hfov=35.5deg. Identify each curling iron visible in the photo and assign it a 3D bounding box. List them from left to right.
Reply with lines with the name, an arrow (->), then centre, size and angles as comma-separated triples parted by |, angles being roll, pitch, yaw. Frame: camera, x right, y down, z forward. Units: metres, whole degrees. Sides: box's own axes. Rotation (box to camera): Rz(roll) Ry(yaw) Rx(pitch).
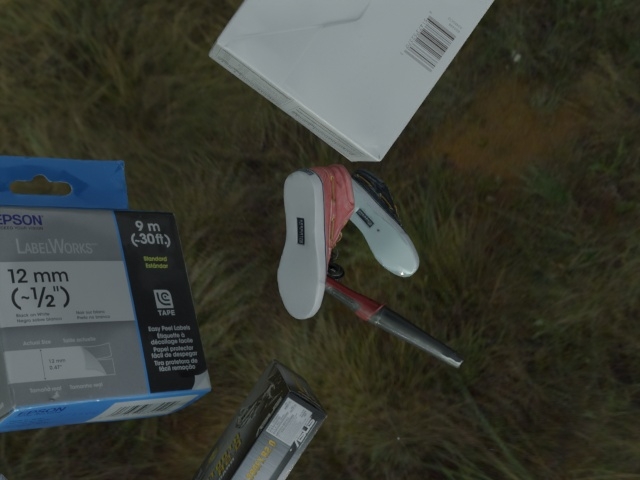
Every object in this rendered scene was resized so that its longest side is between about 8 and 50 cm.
curling iron -> 0.077, 0.084, 1.332 | 0.274, 0.035, 0.068 | 34, 55, 23

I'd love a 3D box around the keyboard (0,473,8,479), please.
keyboard -> -0.297, 0.364, 1.024 | 0.014, 0.072, 0.256 | -18, 53, -10

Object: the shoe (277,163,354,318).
shoe -> 0.000, 0.000, 1.160 | 0.063, 0.081, 0.178 | 13, 110, 36

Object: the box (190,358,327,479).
box -> -0.089, 0.266, 1.195 | 0.056, 0.183, 0.231 | 34, 90, -11

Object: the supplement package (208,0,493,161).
supplement package -> 0.043, -0.244, 1.043 | 0.204, 0.145, 0.262 | 36, 88, -11

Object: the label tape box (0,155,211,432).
label tape box -> -0.291, 0.037, 1.182 | 0.249, 0.115, 0.348 | 1, 68, -40

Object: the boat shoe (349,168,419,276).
boat shoe -> 0.098, -0.033, 1.525 | 0.183, 0.083, 0.065 | 51, 127, 3
